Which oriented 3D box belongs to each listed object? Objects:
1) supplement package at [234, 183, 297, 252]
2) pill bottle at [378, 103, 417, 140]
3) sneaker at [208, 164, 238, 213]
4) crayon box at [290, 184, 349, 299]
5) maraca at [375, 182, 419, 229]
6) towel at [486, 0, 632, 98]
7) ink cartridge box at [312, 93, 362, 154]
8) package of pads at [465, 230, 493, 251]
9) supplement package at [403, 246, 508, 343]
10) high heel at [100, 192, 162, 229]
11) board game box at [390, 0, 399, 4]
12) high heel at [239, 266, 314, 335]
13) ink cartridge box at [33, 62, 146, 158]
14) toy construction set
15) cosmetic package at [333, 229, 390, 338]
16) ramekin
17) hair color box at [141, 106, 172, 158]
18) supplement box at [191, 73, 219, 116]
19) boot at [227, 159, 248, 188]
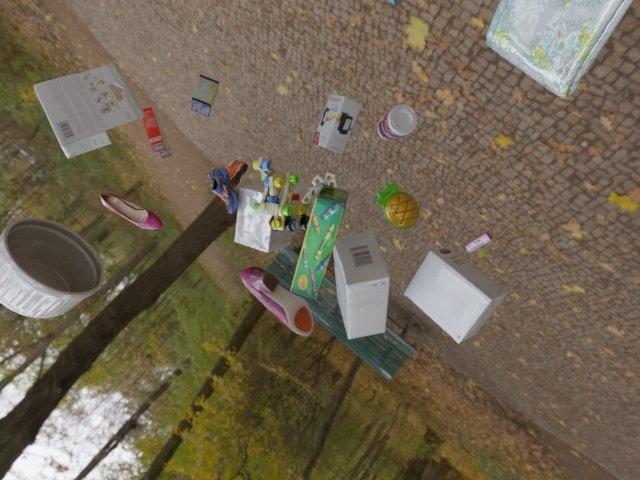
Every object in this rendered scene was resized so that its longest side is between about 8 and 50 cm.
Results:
[{"bbox_3d":[-0.252,-0.110,2.036,0.199,0.263,0.198,17,-162,26],"label":"supplement package"},{"bbox_3d":[0.274,-0.425,1.606,0.108,0.108,0.193,44,177,-8],"label":"pill bottle"},{"bbox_3d":[-0.435,-0.219,1.932,0.083,0.087,0.221,8,122,52],"label":"sneaker"},{"bbox_3d":[0.000,0.000,1.211,0.081,0.279,0.165,17,-160,2],"label":"crayon box"},{"bbox_3d":[0.283,-0.124,1.598,0.186,0.127,0.099,46,174,-11],"label":"maraca"},{"bbox_3d":[0.635,-0.627,1.174,0.321,0.090,0.375,58,155,30],"label":"towel"},{"bbox_3d":[0.052,-0.390,1.455,0.072,0.175,0.127,16,-167,-26],"label":"ink cartridge box"},{"bbox_3d":[0.518,0.005,1.424,0.083,0.050,0.032,-39,81,32],"label":"package of pads"},{"bbox_3d":[0.464,0.182,1.522,0.262,0.145,0.204,43,123,30],"label":"supplement package"},{"bbox_3d":[-0.744,-0.117,1.721,0.244,0.082,0.117,32,173,3],"label":"high heel"},{"bbox_3d":[0.257,-1.005,1.532,0.336,0.253,0.079,55,-177,31],"label":"board game box"},{"bbox_3d":[-0.170,0.242,1.755,0.181,0.127,0.377,5,135,48],"label":"high heel"},{"bbox_3d":[-0.674,-0.391,1.287,0.275,0.238,0.060,54,157,23],"label":"ink cartridge box"},{"bbox_3d":[-0.082,-0.136,1.361,0.151,0.215,0.327,8,-172,39],"label":"toy construction set"},{"bbox_3d":[0.144,0.171,1.582,0.385,0.156,0.217,85,172,-49],"label":"cosmetic package"},{"bbox_3d":[-0.579,0.063,0.911,0.207,0.109,0.207,46,-167,-13],"label":"ramekin"},{"bbox_3d":[-0.618,-0.401,1.640,0.093,0.053,0.167,127,122,-83],"label":"hair color box"},{"bbox_3d":[-0.341,-0.426,1.289,0.056,0.083,0.083,19,169,-15],"label":"supplement box"},{"bbox_3d":[-0.418,-0.311,2.068,0.084,0.158,0.059,31,173,27],"label":"boot"}]
